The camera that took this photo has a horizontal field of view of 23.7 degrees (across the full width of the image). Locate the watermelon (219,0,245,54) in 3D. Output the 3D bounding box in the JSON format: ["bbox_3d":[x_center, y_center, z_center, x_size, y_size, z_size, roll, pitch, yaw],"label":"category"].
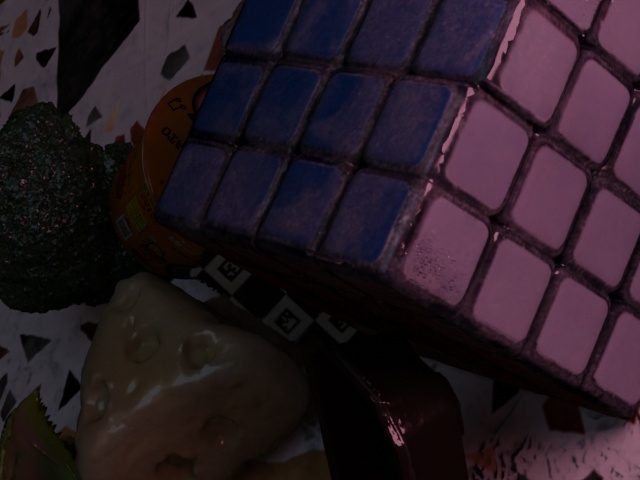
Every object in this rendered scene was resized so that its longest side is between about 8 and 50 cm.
[{"bbox_3d":[-0.068,-0.254,1.862,0.139,0.071,0.187,4,79,55],"label":"watermelon"}]

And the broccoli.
[{"bbox_3d":[-0.310,-0.032,1.882,0.254,0.269,0.269,-43,43,14],"label":"broccoli"}]

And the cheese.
[{"bbox_3d":[-0.146,0.182,1.603,0.251,0.173,0.248,17,79,44],"label":"cheese"}]

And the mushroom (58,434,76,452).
[{"bbox_3d":[-0.355,0.296,1.839,0.187,0.061,0.060,-50,36,6],"label":"mushroom"}]

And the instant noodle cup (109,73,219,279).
[{"bbox_3d":[-0.128,-0.056,1.690,0.172,0.216,0.215,-30,46,57],"label":"instant noodle cup"}]

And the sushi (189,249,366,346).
[{"bbox_3d":[0.000,0.000,1.587,0.210,0.193,0.040,-56,2,2],"label":"sushi"}]

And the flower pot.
[{"bbox_3d":[0.072,0.186,1.349,0.084,0.251,0.179,-24,37,-17],"label":"flower pot"}]

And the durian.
[{"bbox_3d":[-0.333,0.345,1.671,0.157,0.169,0.355,-26,31,15],"label":"durian"}]

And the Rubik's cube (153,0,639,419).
[{"bbox_3d":[0.123,-0.079,1.340,0.344,0.344,0.337,16,79,49],"label":"Rubik's cube"}]
